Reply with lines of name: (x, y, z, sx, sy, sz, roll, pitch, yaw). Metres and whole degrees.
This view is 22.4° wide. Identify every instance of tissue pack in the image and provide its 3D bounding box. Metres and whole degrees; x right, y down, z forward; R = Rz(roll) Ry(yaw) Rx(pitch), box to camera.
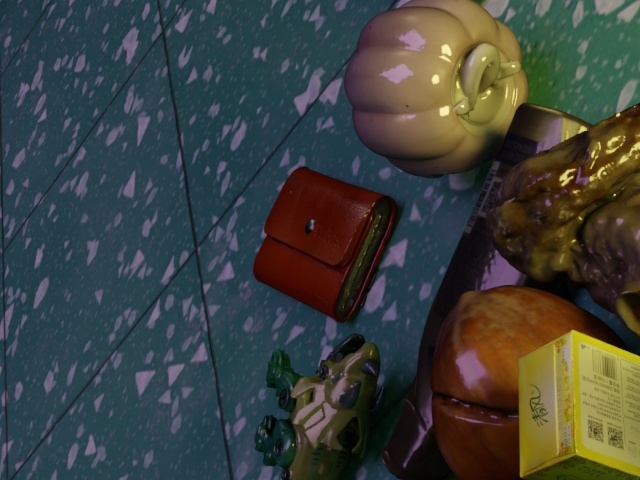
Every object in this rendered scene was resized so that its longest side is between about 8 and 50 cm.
tissue pack: (0.225, 0.140, 1.151, 0.062, 0.176, 0.095, -34, 43, 45)

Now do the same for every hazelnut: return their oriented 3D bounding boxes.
hazelnut: (0.170, 0.118, 1.276, 0.182, 0.182, 0.182, -38, 39, 40)

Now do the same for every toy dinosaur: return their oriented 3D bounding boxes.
toy dinosaur: (-0.008, 0.209, 1.593, 0.153, 0.094, 0.259, 30, 104, 65)

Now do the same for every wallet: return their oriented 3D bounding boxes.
wallet: (0.000, 0.000, 1.764, 0.204, 0.045, 0.142, 23, 90, 61)

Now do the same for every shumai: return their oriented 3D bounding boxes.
shumai: (0.257, -0.005, 1.271, 0.184, 0.218, 0.185, -31, 82, 40)

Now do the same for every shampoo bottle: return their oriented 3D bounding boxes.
shampoo bottle: (0.151, 0.053, 1.434, 0.125, 0.084, 0.350, 25, 91, 64)

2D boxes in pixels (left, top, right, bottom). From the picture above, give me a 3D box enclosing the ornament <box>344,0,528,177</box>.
ornament: (0.117, -0.147, 1.550, 0.177, 0.177, 0.177, -38, 39, 40)
